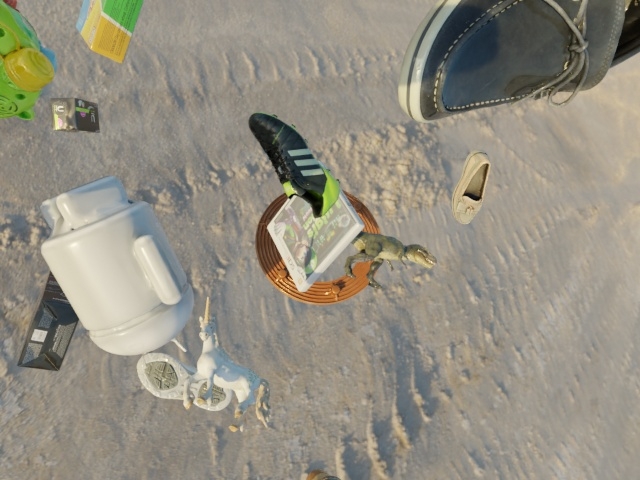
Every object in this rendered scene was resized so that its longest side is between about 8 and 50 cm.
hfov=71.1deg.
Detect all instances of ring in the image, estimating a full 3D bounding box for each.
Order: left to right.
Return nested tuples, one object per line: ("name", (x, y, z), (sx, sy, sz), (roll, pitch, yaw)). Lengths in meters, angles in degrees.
("ring", (0.000, 0.000, 1.163), (0.336, 0.032, 0.336), (3, 67, -8))

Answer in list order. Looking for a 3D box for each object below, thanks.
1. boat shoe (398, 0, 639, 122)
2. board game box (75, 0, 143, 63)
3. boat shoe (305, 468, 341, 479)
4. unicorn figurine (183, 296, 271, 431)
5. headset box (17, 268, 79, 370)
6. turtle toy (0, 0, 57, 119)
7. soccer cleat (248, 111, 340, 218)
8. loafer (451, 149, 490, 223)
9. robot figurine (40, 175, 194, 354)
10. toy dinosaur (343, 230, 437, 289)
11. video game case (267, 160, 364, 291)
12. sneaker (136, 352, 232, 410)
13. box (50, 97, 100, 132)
("boat shoe", (0.322, -0.289, 0.622), (0.500, 0.187, 0.156), (-26, 47, -21))
("board game box", (-0.448, -0.541, 0.972), (0.064, 0.242, 0.316), (14, 20, -39))
("boat shoe", (0.026, 0.597, 0.878), (0.122, 0.120, 0.324), (-8, 103, -24))
("unicorn figurine", (-0.129, 0.174, 0.588), (0.162, 0.060, 0.111), (49, 30, -25))
("headset box", (-0.800, 0.213, 1.355), (0.110, 0.218, 0.293), (20, 12, -30))
("turtle toy", (-0.235, -0.140, 0.297), (0.066, 0.095, 0.130), (-86, 153, -57))
("soccer cleat", (-0.040, -0.106, 0.644), (0.179, 0.060, 0.072), (44, 57, -25))
("loafer", (0.237, -0.077, 0.702), (0.045, 0.125, 0.039), (1, 32, -4))
("robot figurine", (-0.367, 0.064, 0.838), (0.200, 0.300, 0.353), (-36, 113, -43))
("toy dinosaur", (0.102, 0.030, 0.912), (0.268, 0.064, 0.118), (21, 83, -16))
("video game case", (-0.018, -0.027, 0.858), (0.022, 0.190, 0.173), (8, 43, -45))
("sneaker", (-0.315, 0.333, 1.050), (0.232, 0.115, 0.090), (24, 74, 1))
("box", (-0.488, -0.248, 0.894), (0.083, 0.052, 0.062), (-81, 171, -80))
